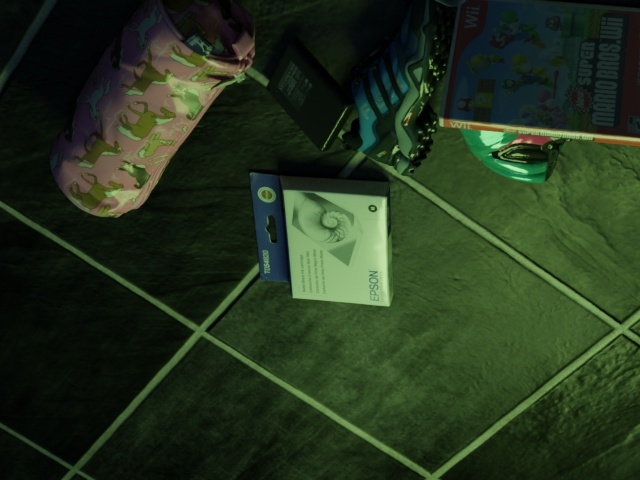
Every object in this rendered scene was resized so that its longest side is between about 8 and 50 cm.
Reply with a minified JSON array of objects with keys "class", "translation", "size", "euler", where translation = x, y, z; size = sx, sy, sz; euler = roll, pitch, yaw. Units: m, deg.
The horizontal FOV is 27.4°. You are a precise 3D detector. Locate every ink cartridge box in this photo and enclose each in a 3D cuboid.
[{"class":"ink cartridge box","translation":[0.000,0.000,2.055],"size":[0.224,0.045,0.223],"euler":[5,128,12]}]

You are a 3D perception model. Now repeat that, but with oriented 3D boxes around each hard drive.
[{"class":"hard drive","translation":[-0.015,-0.204,1.866],"size":[0.135,0.022,0.094],"euler":[50,132,21]}]

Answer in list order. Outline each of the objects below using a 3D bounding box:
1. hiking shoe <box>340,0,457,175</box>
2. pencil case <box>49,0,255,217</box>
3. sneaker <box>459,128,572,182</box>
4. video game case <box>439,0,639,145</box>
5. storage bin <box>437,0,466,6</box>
[{"class":"hiking shoe","translation":[0.101,-0.231,1.807],"size":[0.132,0.113,0.304],"euler":[19,123,14]},{"class":"pencil case","translation":[-0.249,-0.200,1.898],"size":[0.160,0.167,0.386],"euler":[10,139,-36]},{"class":"sneaker","translation":[0.328,-0.166,1.791],"size":[0.296,0.123,0.178],"euler":[-11,143,2]},{"class":"video game case","translation":[0.309,-0.223,1.702],"size":[0.285,0.204,0.025],"euler":[6,153,10]},{"class":"storage bin","translation":[0.180,-0.380,1.672],"size":[0.098,0.091,0.135],"euler":[19,130,-31]}]
